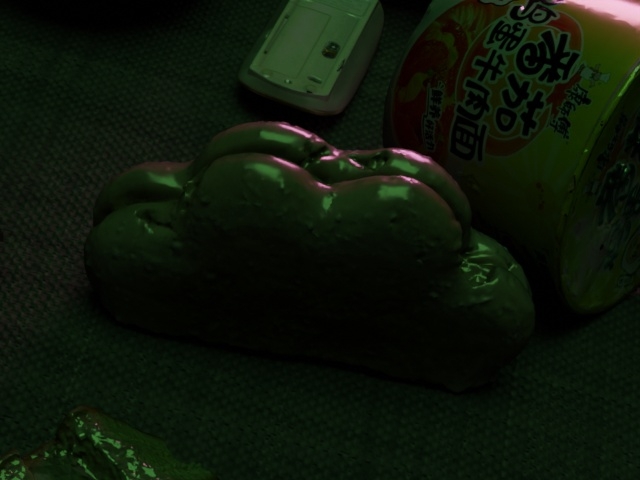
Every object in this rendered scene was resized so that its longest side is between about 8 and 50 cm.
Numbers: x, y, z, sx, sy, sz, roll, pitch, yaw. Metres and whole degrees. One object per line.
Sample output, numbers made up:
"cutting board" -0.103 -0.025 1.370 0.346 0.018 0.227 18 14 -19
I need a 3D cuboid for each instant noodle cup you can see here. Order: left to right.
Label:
"instant noodle cup" 0.185 -0.097 1.448 0.200 0.264 0.264 30 43 29

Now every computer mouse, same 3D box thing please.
"computer mouse" -0.007 -0.172 1.615 0.102 0.044 0.199 19 41 4

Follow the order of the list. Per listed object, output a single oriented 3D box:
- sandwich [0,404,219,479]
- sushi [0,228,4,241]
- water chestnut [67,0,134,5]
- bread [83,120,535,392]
"sandwich" -0.160 0.176 1.150 0.090 0.088 0.244 39 46 20
"sushi" -0.391 -0.034 1.351 0.280 0.043 0.192 -7 45 -23
"water chestnut" -0.199 -0.364 1.603 0.300 0.300 0.300 8 41 -7
"bread" -0.001 0.005 1.323 0.337 0.183 0.102 11 49 -3
